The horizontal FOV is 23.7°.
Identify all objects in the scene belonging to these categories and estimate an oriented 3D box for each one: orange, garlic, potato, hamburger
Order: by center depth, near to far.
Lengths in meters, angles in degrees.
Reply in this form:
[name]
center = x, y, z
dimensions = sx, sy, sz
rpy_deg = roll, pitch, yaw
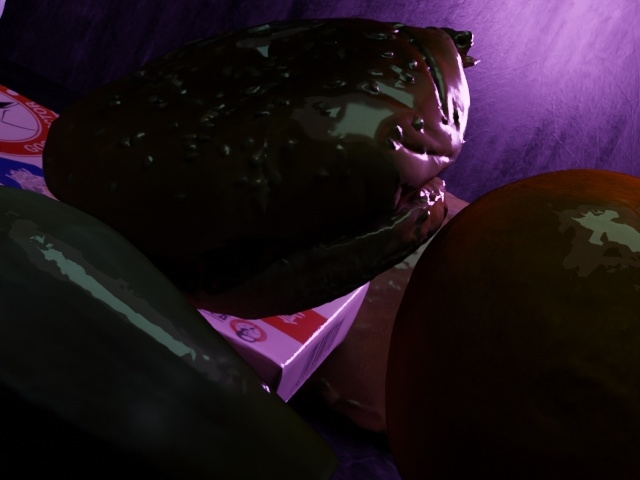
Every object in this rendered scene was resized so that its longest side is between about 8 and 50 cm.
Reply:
[garlic]
center = -0.125, 0.055, 0.818
dimensions = 0.318, 0.112, 0.143
rpy_deg = 38, 1, 9
[hamburger]
center = -0.025, -0.051, 0.941
dimensions = 0.286, 0.146, 0.243
rpy_deg = -14, 24, -14
[orange]
center = 0.157, 0.085, 0.949
dimensions = 0.261, 0.261, 0.261
rpy_deg = 26, 5, -2
[potato]
center = 0.051, 0.044, 1.221
dimensions = 0.264, 0.189, 0.211
rpy_deg = 23, 6, -32

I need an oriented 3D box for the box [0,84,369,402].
[box]
center = -0.156, -0.001, 1.074
dimensions = 0.353, 0.069, 0.214
rpy_deg = 26, 20, 10

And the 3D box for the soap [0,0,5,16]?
[soap]
center = -0.352, -0.148, 1.235
dimensions = 0.095, 0.173, 0.289
rpy_deg = 25, 6, -4
